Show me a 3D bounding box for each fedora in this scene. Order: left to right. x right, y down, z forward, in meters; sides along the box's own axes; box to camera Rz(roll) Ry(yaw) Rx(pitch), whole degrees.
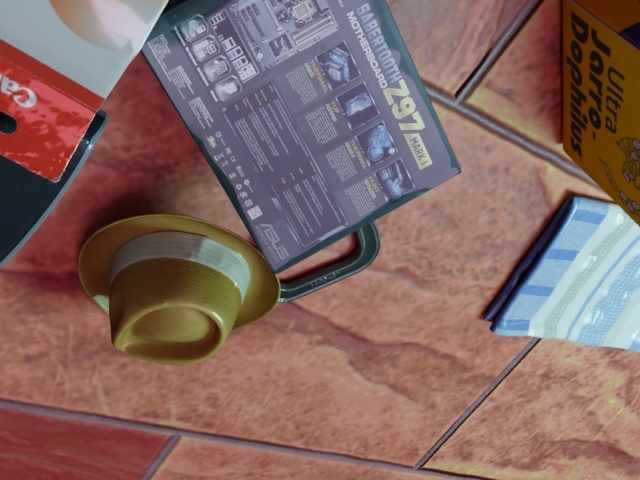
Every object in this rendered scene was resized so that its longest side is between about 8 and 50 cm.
[{"bbox_3d":[-0.133,0.058,0.753,0.194,0.079,0.194,5,140,4],"label":"fedora"}]

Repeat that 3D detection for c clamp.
[{"bbox_3d":[0.000,0.000,0.851,0.160,0.022,0.137,-27,139,-3],"label":"c clamp"}]

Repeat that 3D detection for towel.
[{"bbox_3d":[0.361,0.052,1.047,0.284,0.034,0.209,11,122,-31],"label":"towel"}]

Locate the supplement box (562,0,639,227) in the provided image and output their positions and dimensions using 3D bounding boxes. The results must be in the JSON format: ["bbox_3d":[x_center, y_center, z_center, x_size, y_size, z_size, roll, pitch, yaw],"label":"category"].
[{"bbox_3d":[0.430,-0.171,0.776,0.356,0.195,0.194,-22,133,-6],"label":"supplement box"}]

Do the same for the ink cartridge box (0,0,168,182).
[{"bbox_3d":[-0.198,-0.147,0.559,0.145,0.045,0.179,29,91,-22],"label":"ink cartridge box"}]

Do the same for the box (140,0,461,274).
[{"bbox_3d":[-0.014,-0.113,0.673,0.183,0.059,0.233,-29,115,2],"label":"box"}]

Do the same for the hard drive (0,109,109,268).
[{"bbox_3d":[-0.303,-0.038,0.655,0.254,0.054,0.172,-43,132,14],"label":"hard drive"}]
